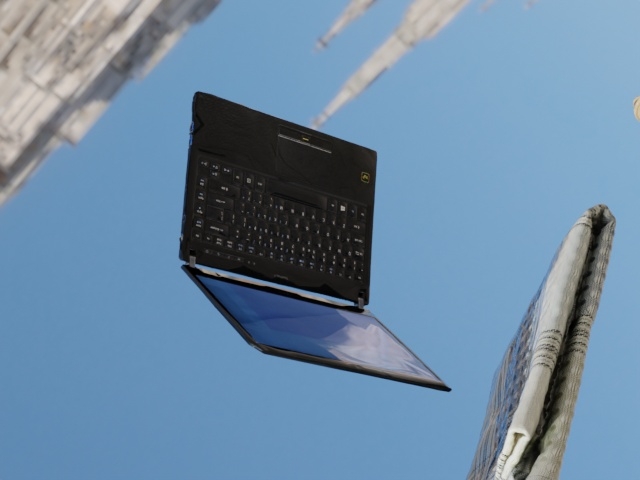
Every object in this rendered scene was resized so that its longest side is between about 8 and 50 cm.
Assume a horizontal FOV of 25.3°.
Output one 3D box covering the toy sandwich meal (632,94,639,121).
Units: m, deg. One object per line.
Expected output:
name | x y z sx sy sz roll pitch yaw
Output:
toy sandwich meal | 0.288 -0.119 1.133 0.085 0.085 0.029 16 -127 -39

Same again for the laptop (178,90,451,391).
laptop | 0.000 0.000 1.337 0.234 0.136 0.264 16 -109 -38

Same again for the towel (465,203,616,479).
towel | 0.178 0.169 1.332 0.056 0.312 0.324 20 -127 0
